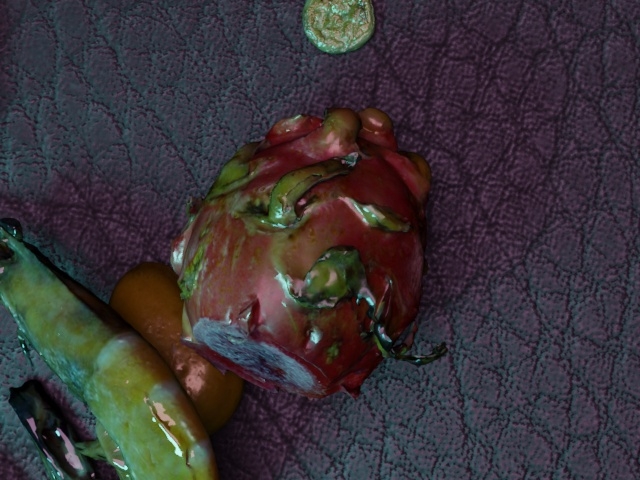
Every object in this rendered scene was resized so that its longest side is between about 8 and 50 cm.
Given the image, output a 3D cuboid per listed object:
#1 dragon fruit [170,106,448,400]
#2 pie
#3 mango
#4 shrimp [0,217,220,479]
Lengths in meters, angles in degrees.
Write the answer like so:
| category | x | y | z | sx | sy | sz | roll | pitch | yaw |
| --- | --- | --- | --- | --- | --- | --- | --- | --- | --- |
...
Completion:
| category | x | y | z | sx | sy | sz | roll | pitch | yaw |
| --- | --- | --- | --- | --- | --- | --- | --- | --- | --- |
| dragon fruit | 0.000 | 0.000 | 1.594 | 0.250 | 0.269 | 0.291 | 35 | 67 | -15 |
| pie | 0.020 | -0.242 | 1.728 | 0.084 | 0.021 | 0.084 | 0 | 90 | 6 |
| mango | -0.155 | 0.115 | 1.685 | 0.137 | 0.098 | 0.195 | -20 | 78 | 7 |
| shrimp | -0.257 | 0.150 | 1.659 | 0.445 | 0.085 | 0.272 | 49 | 136 | 19 |
